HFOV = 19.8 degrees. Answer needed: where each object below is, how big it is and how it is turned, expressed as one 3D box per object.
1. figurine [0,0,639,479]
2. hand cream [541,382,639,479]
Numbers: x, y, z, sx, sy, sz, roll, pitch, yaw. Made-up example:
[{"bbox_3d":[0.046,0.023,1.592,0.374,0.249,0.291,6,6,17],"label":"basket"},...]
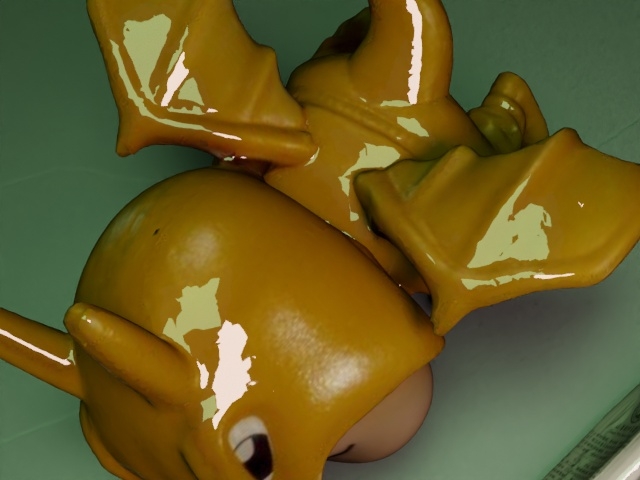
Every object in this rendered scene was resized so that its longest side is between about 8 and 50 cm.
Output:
[{"bbox_3d":[-0.031,-0.016,1.230,0.401,0.268,0.387,36,66,1],"label":"figurine"},{"bbox_3d":[0.149,0.198,1.236,0.076,0.121,0.336,44,83,-5],"label":"hand cream"}]
